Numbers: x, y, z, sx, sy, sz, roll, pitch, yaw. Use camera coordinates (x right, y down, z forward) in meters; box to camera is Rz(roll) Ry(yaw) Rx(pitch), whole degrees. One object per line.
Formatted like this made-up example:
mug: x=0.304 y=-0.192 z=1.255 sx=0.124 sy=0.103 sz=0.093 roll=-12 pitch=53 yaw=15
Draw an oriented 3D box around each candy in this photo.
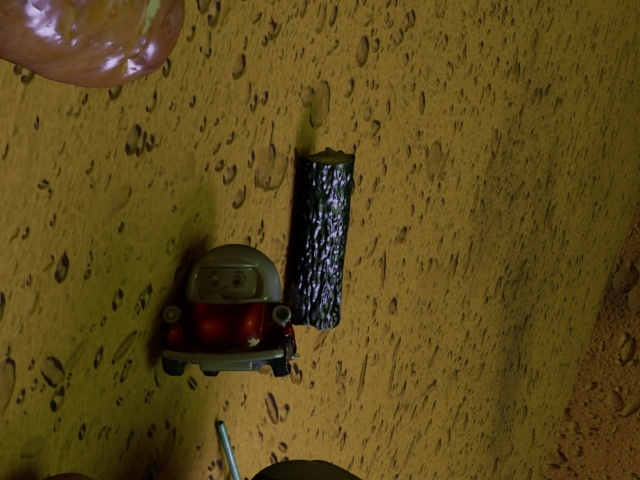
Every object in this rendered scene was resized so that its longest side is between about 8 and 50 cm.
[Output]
candy: x=-0.078 y=0.246 z=1.637 sx=0.060 sy=0.060 sz=0.201 roll=-58 pitch=147 yaw=-44

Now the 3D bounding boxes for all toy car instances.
toy car: x=-0.072 y=0.059 z=1.427 sx=0.139 sy=0.112 sz=0.112 roll=36 pitch=53 yaw=-81

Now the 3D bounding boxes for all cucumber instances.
cucumber: x=0.001 y=0.000 z=1.653 sx=0.058 sy=0.058 sz=0.187 roll=-44 pitch=144 yaw=-58

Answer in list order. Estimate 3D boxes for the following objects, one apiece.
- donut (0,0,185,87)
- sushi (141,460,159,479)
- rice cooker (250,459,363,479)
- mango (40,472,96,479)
donut: x=-0.143 y=-0.234 z=0.886 sx=0.299 sy=0.150 sz=0.317 roll=-59 pitch=155 yaw=-43
sushi: x=-0.150 y=0.306 z=1.471 sx=0.201 sy=0.031 sz=0.139 roll=87 pitch=24 yaw=-43
rice cooker: x=-0.027 y=0.377 z=1.374 sx=0.325 sy=0.335 sz=0.335 roll=-44 pitch=151 yaw=-18
mango: x=-0.199 y=0.237 z=1.190 sx=0.165 sy=0.089 sz=0.115 roll=-54 pitch=162 yaw=-43
